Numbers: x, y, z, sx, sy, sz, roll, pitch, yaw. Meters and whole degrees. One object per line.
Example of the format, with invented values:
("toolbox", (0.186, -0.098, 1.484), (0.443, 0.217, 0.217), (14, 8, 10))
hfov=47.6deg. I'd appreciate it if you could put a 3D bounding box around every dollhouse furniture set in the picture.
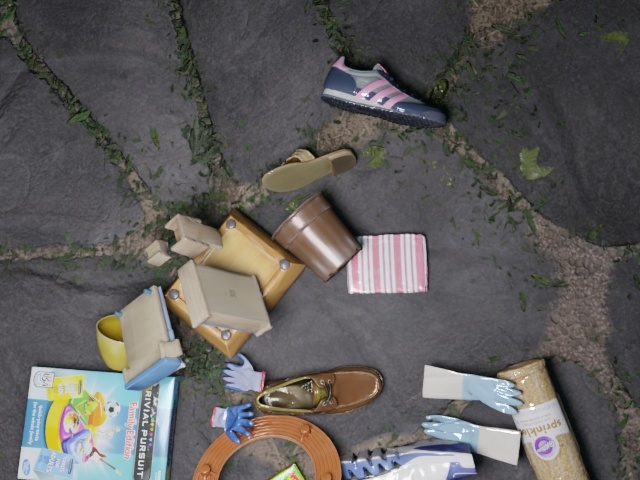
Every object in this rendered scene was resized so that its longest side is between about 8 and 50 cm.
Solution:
("dollhouse furniture set", (-0.309, 0.156, 1.620), (0.303, 0.198, 0.286), (-36, 58, 25))

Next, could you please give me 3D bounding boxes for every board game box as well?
("board game box", (-0.510, 0.431, 1.690), (0.335, 0.079, 0.254), (4, 82, 1))
("board game box", (-0.049, 0.617, 1.679), (0.092, 0.043, 0.181), (-32, 83, -5))

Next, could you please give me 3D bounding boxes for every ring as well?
("ring", (-0.121, 0.518, 1.592), (0.336, 0.032, 0.337), (-6, 39, 5))

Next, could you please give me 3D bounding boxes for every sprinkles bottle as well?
("sprinkles bottle", (0.521, 0.454, 1.664), (0.121, 0.121, 0.356), (-19, 81, -3))

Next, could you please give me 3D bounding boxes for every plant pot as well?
("plant pot", (0.000, 0.000, 1.710), (0.167, 0.167, 0.165), (-42, 84, -6))
("plant pot", (-0.464, 0.247, 1.703), (0.134, 0.134, 0.095), (17, 109, 3))

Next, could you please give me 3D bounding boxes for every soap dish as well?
("soap dish", (-0.211, 0.097, 1.720), (0.229, 0.118, 0.291), (38, 83, 5))

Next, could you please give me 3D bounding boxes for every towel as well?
("towel", (0.161, 0.058, 1.773), (0.197, 0.029, 0.144), (-2, 81, 3))

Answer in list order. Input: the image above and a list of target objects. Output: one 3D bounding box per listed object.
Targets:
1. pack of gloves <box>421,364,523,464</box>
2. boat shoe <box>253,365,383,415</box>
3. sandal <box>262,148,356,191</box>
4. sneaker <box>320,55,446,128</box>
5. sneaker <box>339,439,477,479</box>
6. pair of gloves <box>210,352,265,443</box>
("pack of gloves", (0.351, 0.395, 1.679), (0.232, 0.046, 0.195), (8, 104, 24))
("boat shoe", (-0.002, 0.360, 1.686), (0.307, 0.104, 0.111), (-11, 82, -2))
("sandal", (-0.037, -0.190, 1.797), (0.240, 0.088, 0.079), (-16, 50, -9))
("sneaker", (0.167, -0.367, 1.792), (0.318, 0.112, 0.131), (16, 85, 1))
("sneaker", (0.202, 0.563, 1.650), (0.315, 0.127, 0.182), (-10, 87, 11))
("pair of gloves", (-0.192, 0.361, 1.674), (0.023, 0.159, 0.198), (20, 76, -41))
